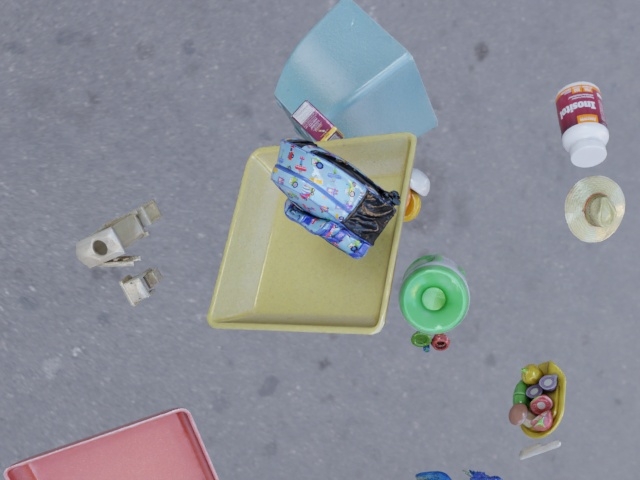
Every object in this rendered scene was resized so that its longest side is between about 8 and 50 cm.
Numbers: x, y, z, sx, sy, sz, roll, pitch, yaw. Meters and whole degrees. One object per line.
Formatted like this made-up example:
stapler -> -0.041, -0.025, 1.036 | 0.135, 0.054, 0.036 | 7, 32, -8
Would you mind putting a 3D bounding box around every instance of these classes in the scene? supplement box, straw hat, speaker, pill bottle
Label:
supplement box -> -0.005, -0.204, 1.535 | 0.043, 0.083, 0.055 | -46, 162, 6
straw hat -> 0.587, -0.062, 1.796 | 0.145, 0.061, 0.144 | -1, 100, -6
speaker -> 0.208, 0.094, 1.575 | 0.131, 0.296, 0.131 | 0, 93, 7
pill bottle -> 0.495, -0.217, 1.617 | 0.086, 0.086, 0.152 | 23, 52, -31

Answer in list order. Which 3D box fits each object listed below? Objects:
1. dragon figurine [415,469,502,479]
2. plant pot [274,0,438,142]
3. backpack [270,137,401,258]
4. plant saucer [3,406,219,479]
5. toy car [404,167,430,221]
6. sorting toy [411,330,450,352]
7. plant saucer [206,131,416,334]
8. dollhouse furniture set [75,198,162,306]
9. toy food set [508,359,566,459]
dragon figurine -> 0.181, 0.415, 1.331 | 0.144, 0.289, 0.085 | 53, 48, -26
plant pot -> 0.056, -0.302, 1.806 | 0.252, 0.247, 0.248 | -38, 145, -1
backpack -> 0.003, -0.069, 1.236 | 0.173, 0.158, 0.116 | 32, 91, -39
plant saucer -> -0.273, 0.360, 1.219 | 0.259, 0.047, 0.259 | -19, 120, -4
toy car -> 0.137, -0.117, 1.903 | 0.159, 0.182, 0.136 | -51, 153, 18
sorting toy -> 0.272, 0.244, 2.139 | 0.102, 0.042, 0.061 | 17, 128, -11
plant saucer -> 0.000, 0.000, 1.390 | 0.081, 0.333, 0.332 | 36, 59, -50
dollhouse furniture set -> -0.379, 0.030, 1.728 | 0.160, 0.101, 0.182 | 64, 23, -12
toy food set -> 0.464, 0.356, 1.878 | 0.071, 0.128, 0.217 | 28, 56, -25
